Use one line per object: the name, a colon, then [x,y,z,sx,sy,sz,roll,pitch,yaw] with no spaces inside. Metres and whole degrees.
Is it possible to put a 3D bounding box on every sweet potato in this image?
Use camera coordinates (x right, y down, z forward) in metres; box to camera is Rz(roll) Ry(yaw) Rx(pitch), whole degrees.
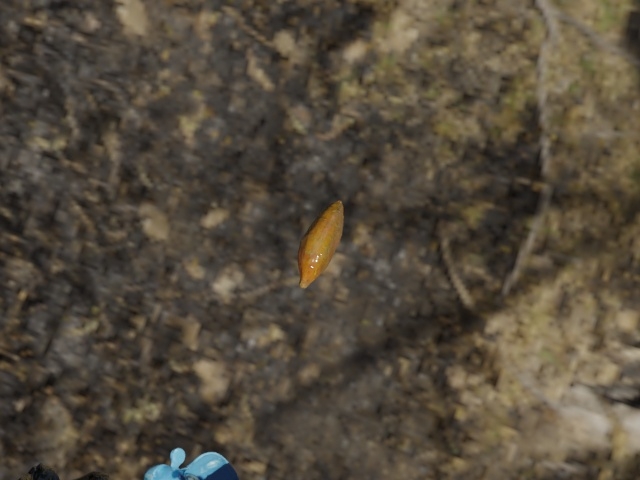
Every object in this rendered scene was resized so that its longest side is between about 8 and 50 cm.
sweet potato: [0.000,0.000,1.398,0.034,0.034,0.095,53,50,-48]

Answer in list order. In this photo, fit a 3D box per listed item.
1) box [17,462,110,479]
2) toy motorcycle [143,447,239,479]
box: [-0.180,0.302,0.778,0.359,0.091,0.350,-142,-110,-88]
toy motorcycle: [-0.097,0.291,1.480,0.182,0.272,0.124,-55,129,-33]
